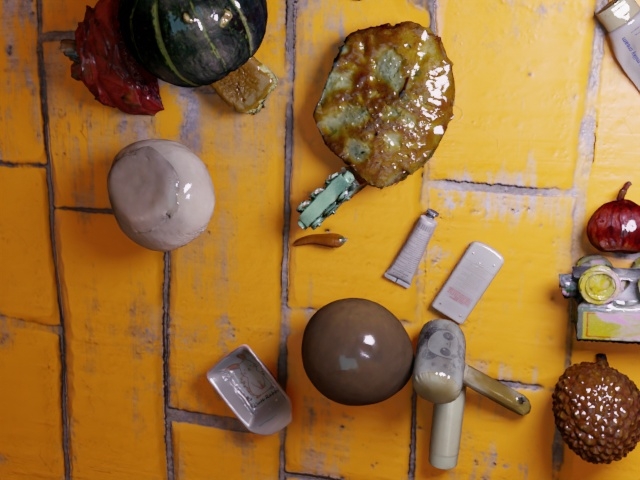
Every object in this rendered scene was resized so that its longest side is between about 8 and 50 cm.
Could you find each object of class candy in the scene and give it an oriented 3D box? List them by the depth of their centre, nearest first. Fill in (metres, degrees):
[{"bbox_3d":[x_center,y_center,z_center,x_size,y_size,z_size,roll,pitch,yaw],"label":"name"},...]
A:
[{"bbox_3d":[-0.376,-0.108,1.656,0.296,0.185,0.295,5,100,32],"label":"candy"}]

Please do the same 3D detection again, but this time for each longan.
[{"bbox_3d":[0.081,0.254,1.571,0.258,0.258,0.257,3,102,16],"label":"longan"}]

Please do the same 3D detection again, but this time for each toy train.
[{"bbox_3d":[0.628,0.123,1.428,0.261,0.134,0.177,1,102,17],"label":"toy train"},{"bbox_3d":[0.023,-0.093,1.579,0.074,0.118,0.176,49,114,8],"label":"toy train"}]

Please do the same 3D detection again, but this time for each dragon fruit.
[{"bbox_3d":[-0.529,-0.433,1.651,0.205,0.152,0.316,-14,97,20],"label":"dragon fruit"}]

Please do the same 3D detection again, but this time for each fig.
[{"bbox_3d":[0.622,-0.034,1.407,0.128,0.128,0.150,38,104,6],"label":"fig"}]

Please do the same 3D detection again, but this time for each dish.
[{"bbox_3d":[-0.163,0.380,1.755,0.154,0.064,0.234,-39,88,20],"label":"dish"}]

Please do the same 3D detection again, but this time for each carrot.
[{"bbox_3d":[0.000,0.000,1.646,0.142,0.035,0.035,0,101,24],"label":"carrot"}]

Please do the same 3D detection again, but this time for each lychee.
[{"bbox_3d":[0.590,0.350,1.463,0.200,0.200,0.238,13,64,14],"label":"lychee"}]

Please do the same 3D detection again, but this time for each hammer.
[{"bbox_3d":[0.347,0.314,1.546,0.306,0.201,0.113,30,133,-9],"label":"hammer"}]

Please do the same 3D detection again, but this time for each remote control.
[{"bbox_3d":[0.334,0.093,1.565,0.088,0.029,0.190,31,108,8],"label":"remote control"}]

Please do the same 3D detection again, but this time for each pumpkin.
[{"bbox_3d":[-0.272,-0.485,1.487,0.324,0.323,0.241,-11,139,18],"label":"pumpkin"}]

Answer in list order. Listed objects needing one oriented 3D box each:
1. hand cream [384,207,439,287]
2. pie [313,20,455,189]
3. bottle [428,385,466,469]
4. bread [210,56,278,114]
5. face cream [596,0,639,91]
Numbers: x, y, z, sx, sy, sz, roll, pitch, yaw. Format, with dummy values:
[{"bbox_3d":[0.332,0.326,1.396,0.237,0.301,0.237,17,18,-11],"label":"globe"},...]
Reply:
[{"bbox_3d":[0.215,0.016,1.582,0.067,0.042,0.194,26,113,2],"label":"hand cream"},{"bbox_3d":[0.145,-0.296,1.503,0.289,0.103,0.354,24,103,11],"label":"pie"},{"bbox_3d":[0.297,0.431,1.624,0.072,0.072,0.201,7,104,15],"label":"bottle"},{"bbox_3d":[-0.177,-0.369,1.601,0.140,0.069,0.128,43,109,3],"label":"bread"},{"bbox_3d":[0.642,-0.381,1.363,0.114,0.070,0.224,-38,98,20],"label":"face cream"}]
